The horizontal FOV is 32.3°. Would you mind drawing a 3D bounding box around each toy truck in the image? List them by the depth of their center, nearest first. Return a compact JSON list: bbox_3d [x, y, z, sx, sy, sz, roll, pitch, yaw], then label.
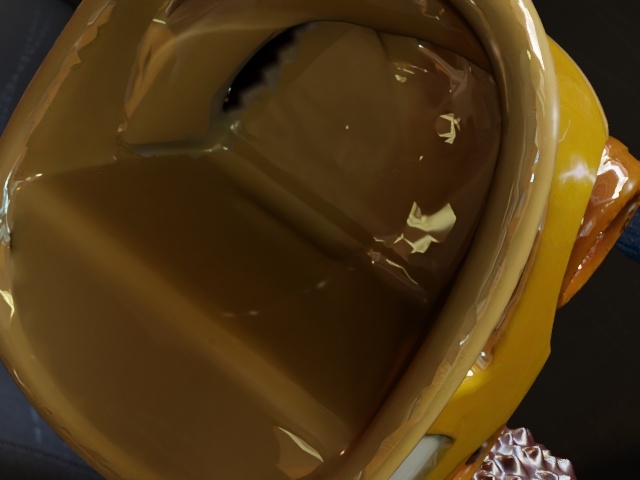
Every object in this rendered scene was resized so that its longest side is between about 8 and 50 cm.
[{"bbox_3d":[0.000,0.000,0.465,0.204,0.212,0.288,37,111,19],"label":"toy truck"}]

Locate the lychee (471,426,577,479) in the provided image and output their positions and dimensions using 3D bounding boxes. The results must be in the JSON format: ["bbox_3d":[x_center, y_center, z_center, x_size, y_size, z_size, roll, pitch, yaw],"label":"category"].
[{"bbox_3d":[0.090,0.279,0.917,0.306,0.330,0.306,-43,7,7],"label":"lychee"}]

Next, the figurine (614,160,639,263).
[{"bbox_3d":[0.209,-0.024,0.592,0.077,0.079,0.136,-38,-7,-32],"label":"figurine"}]
